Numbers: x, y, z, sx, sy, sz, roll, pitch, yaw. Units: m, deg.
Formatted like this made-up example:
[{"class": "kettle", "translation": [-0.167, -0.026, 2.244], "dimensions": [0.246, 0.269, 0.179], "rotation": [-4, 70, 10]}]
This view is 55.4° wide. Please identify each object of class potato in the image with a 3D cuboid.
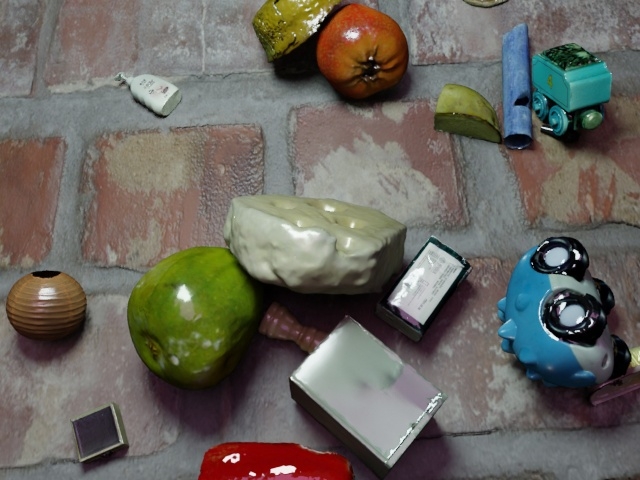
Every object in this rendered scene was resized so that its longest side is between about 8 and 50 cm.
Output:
[{"class": "potato", "translation": [0.322, -0.285, 1.279], "dimensions": [0.149, 0.081, 0.120], "rotation": [15, 69, 10]}]

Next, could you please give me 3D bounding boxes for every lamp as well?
[{"class": "lamp", "translation": [-0.498, 0.119, 1.112], "dimensions": [0.137, 0.136, 0.136], "rotation": [-1, 65, 3]}]

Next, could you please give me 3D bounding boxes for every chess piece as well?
[{"class": "chess piece", "translation": [-0.047, 0.166, 1.104], "dimensions": [0.122, 0.066, 0.066], "rotation": [28, 70, 10]}]

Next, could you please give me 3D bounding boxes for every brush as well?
[{"class": "brush", "translation": [0.590, 0.199, 1.054], "dimensions": [0.313, 0.072, 0.067], "rotation": [-18, 52, -6]}]

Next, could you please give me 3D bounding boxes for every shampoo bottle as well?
[{"class": "shampoo bottle", "translation": [-0.389, -0.339, 1.363], "dimensions": [0.152, 0.045, 0.077], "rotation": [30, 71, 16]}]

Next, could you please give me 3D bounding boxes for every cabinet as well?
[{"class": "cabinet", "translation": [0.072, 0.259, 1.005], "dimensions": [0.206, 0.150, 0.145], "rotation": [38, 69, 18]}]

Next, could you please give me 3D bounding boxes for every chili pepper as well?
[{"class": "chili pepper", "translation": [-0.016, 0.389, 0.962], "dimensions": [0.339, 0.134, 0.131], "rotation": [4, 53, 7]}]

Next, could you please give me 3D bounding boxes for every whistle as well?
[{"class": "whistle", "translation": [0.419, -0.338, 1.308], "dimensions": [0.062, 0.062, 0.304], "rotation": [5, 66, 5]}]

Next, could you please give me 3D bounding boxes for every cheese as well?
[{"class": "cheese", "translation": [0.000, 0.000, 1.053], "dimensions": [0.327, 0.318, 0.115], "rotation": [4, 105, -17]}]

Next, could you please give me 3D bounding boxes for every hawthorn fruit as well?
[{"class": "hawthorn fruit", "translation": [0.077, -0.419, 1.300], "dimensions": [0.197, 0.196, 0.225], "rotation": [-17, 51, -5]}]

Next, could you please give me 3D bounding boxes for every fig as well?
[{"class": "fig", "translation": [-0.200, 0.124, 1.081], "dimensions": [0.233, 0.314, 0.232], "rotation": [3, 101, 17]}]

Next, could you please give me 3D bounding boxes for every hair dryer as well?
[{"class": "hair dryer", "translation": [0.513, -0.242, 1.283], "dimensions": [0.079, 0.031, 0.083], "rotation": [24, 55, 23]}]

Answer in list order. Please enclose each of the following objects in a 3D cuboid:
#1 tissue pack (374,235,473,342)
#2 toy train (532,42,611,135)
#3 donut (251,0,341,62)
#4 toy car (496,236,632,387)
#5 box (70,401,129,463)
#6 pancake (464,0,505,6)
[{"class": "tissue pack", "translation": [0.188, 0.088, 1.110], "dimensions": [0.103, 0.090, 0.170], "rotation": [36, 74, 16]}, {"class": "toy train", "translation": [0.498, -0.305, 1.226], "dimensions": [0.107, 0.154, 0.197], "rotation": [-15, 37, -1]}, {"class": "donut", "translation": [-0.038, -0.509, 1.307], "dimensions": [0.272, 0.272, 0.107], "rotation": [-48, 112, -17]}, {"class": "toy car", "translation": [0.392, 0.129, 1.032], "dimensions": [0.190, 0.188, 0.255], "rotation": [-23, 44, 31]}, {"class": "box", "translation": [-0.383, 0.336, 1.058], "dimensions": [0.080, 0.035, 0.083], "rotation": [-23, 66, -7]}, {"class": "pancake", "translation": [0.394, -0.615, 1.456], "dimensions": [0.152, 0.025, 0.151], "rotation": [-1, 64, 3]}]
